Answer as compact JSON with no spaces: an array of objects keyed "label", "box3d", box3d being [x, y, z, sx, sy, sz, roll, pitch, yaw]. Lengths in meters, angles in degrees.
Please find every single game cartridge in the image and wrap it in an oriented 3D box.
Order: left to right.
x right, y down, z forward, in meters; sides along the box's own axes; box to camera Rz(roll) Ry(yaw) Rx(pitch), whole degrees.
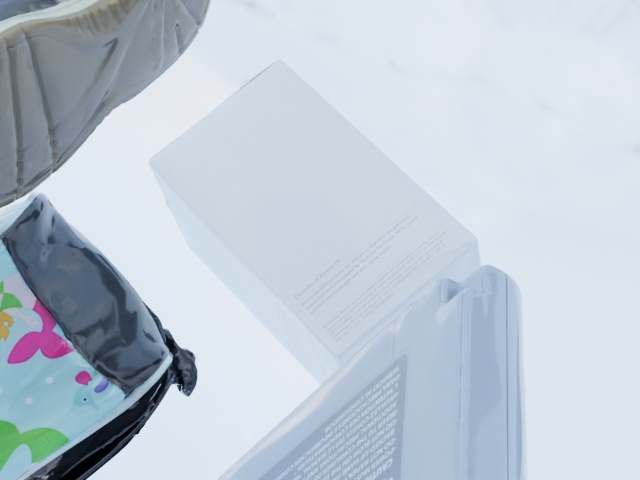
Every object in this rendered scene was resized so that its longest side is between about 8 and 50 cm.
[{"label":"game cartridge","box3d":[-0.001,0.164,0.771,0.062,0.198,0.297,29,128,-22]}]

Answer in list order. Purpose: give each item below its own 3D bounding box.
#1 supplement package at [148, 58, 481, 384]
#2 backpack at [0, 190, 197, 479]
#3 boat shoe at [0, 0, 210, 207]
[{"label":"supplement package","box3d":[0.000,0.000,1.469,0.293,0.175,0.177,44,167,27]},{"label":"backpack","box3d":[-0.208,0.082,0.657,0.191,0.253,0.225,46,167,-7]},{"label":"boat shoe","box3d":[-0.088,-0.054,0.440,0.049,0.152,0.056,22,126,21]}]
